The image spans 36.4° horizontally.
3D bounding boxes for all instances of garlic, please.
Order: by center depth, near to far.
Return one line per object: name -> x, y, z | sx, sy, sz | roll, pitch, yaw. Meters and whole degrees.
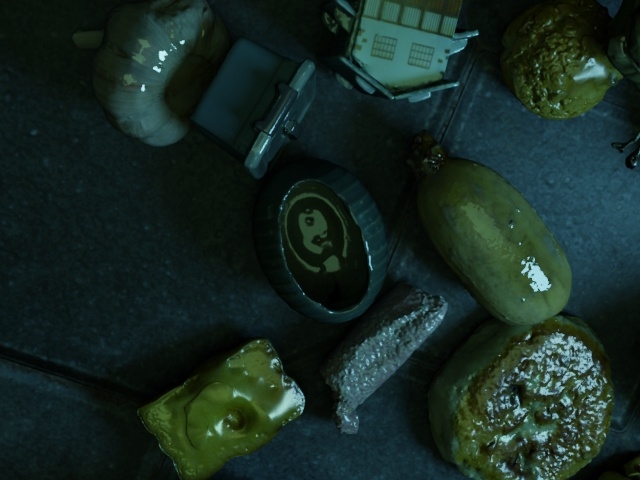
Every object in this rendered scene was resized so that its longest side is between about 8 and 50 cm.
garlic -> -0.247, -0.256, 1.336 | 0.212, 0.218, 0.218 | 29, 102, 27

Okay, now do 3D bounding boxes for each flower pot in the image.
flower pot -> 0.000, 0.000, 1.412 | 0.189, 0.157, 0.243 | -18, 106, 0

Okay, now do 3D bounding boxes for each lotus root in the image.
lotus root -> 0.234, -0.015, 1.423 | 0.151, 0.169, 0.342 | -43, 105, -2

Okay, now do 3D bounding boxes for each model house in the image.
model house -> 0.100, -0.300, 1.321 | 0.198, 0.224, 0.215 | 13, 98, -11

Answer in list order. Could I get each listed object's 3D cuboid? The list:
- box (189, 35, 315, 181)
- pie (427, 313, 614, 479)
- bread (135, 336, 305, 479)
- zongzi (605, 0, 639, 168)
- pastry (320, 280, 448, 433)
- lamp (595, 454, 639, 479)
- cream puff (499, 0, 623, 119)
box -> -0.083, -0.175, 1.327 | 0.130, 0.227, 0.162 | 31, 89, 0
pie -> 0.327, 0.262, 1.545 | 0.315, 0.092, 0.315 | -2, 103, -7
bread -> -0.149, 0.254, 1.498 | 0.233, 0.088, 0.160 | -29, 110, -1
zongzi -> 0.529, -0.324, 1.204 | 0.181, 0.418, 0.447 | 39, 65, -17
pastry -> 0.082, 0.172, 1.493 | 0.112, 0.103, 0.265 | 34, 96, -5
lamp -> 0.517, 0.419, 1.589 | 0.253, 0.118, 0.118 | -39, 104, 6
cream puff -> 0.357, -0.262, 1.400 | 0.189, 0.129, 0.189 | -1, 107, -4
